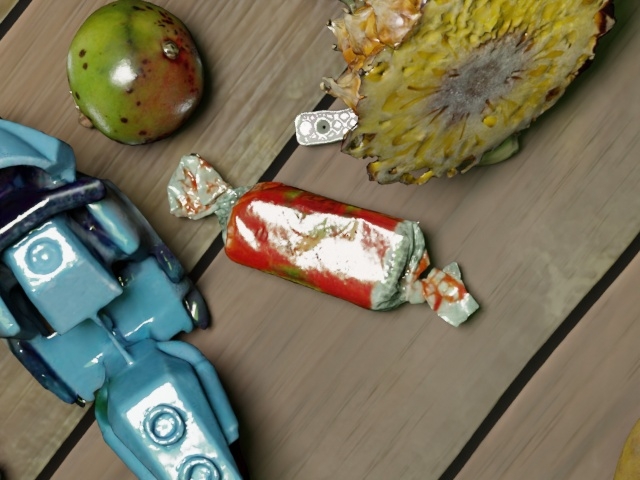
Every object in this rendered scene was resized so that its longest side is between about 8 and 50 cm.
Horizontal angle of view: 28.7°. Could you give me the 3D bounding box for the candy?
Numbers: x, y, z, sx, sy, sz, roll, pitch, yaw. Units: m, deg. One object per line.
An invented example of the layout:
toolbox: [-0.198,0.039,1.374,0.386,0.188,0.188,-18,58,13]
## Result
candy: [0.000,0.001,1.075,0.292,0.059,0.086,18,94,10]

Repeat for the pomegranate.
pomegranate: [-0.160,-0.143,1.081,0.130,0.130,0.130,0,90,9]

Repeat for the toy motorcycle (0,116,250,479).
toy motorcycle: [-0.195,0.054,1.020,0.172,0.232,0.416,-33,85,-4]

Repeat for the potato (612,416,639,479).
potato: [0.299,0.209,0.994,0.137,0.137,0.176,12,70,9]

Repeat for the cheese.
cheese: [0.073,-0.106,1.074,0.192,0.037,0.097,-5,88,9]

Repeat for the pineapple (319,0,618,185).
pineapple: [0.057,-0.223,0.985,0.262,0.262,0.272,-42,59,7]
